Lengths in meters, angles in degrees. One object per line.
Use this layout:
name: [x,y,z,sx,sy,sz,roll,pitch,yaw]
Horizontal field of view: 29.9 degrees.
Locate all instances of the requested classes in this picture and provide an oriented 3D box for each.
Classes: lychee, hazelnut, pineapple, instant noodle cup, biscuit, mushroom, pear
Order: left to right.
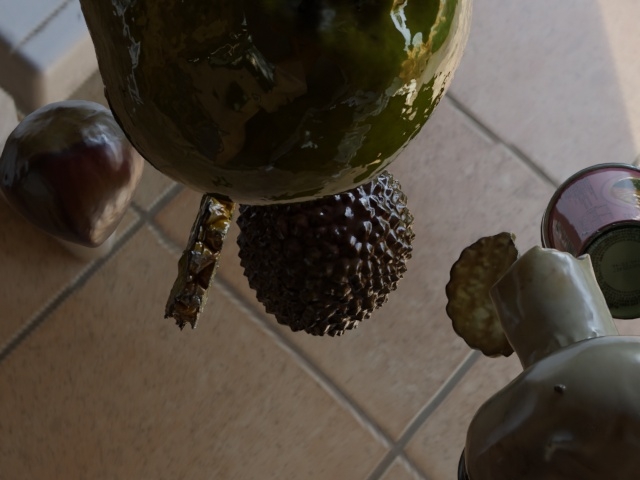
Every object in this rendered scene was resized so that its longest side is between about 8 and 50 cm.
hazelnut: [-0.334,-0.085,1.641,0.208,0.208,0.208,4,71,-11]
pineapple: [-0.123,-0.004,1.338,0.047,0.221,0.221,18,69,-8]
pear: [-0.040,-0.205,1.031,0.352,0.413,0.352,-3,97,-31]
lychee: [0.000,0.000,1.664,0.267,0.267,0.268,4,71,-11]
biscuit: [0.239,0.078,1.723,0.118,0.061,0.183,-1,80,28]
mushroom: [0.283,0.149,1.201,0.292,0.292,0.290,0,59,-12]
instant noodle cup: [0.484,0.014,1.946,0.243,0.255,0.244,2,107,5]

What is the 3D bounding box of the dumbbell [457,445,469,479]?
dumbbell: [0.293,0.328,1.703,0.192,0.290,0.192,-2,71,5]
